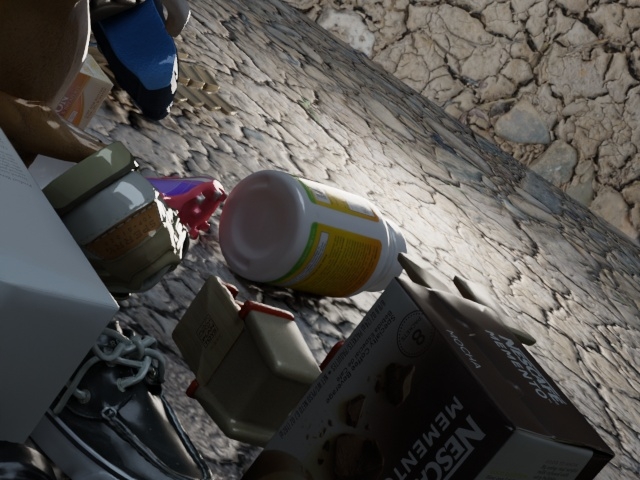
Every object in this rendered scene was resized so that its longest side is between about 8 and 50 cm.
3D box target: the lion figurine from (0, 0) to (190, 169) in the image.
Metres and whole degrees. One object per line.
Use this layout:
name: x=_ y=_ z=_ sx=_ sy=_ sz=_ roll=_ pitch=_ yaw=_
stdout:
lion figurine: x=-0.256 y=-0.183 z=1.209 sx=0.240 sy=0.392 sz=0.142 roll=26 pitch=9 yaw=-21

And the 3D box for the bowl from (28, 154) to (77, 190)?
bowl: x=-0.283 y=-0.040 z=1.361 sx=0.142 sy=0.053 sz=0.142 roll=46 pitch=20 yaw=28

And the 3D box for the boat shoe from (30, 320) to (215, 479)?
boat shoe: x=-0.183 y=0.109 z=1.077 sx=0.306 sy=0.105 sz=0.113 roll=42 pitch=18 yaw=18

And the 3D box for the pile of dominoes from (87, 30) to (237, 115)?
pile of dominoes: x=-0.266 y=-0.253 z=2.017 sx=0.251 sy=0.040 sz=0.196 roll=9 pitch=32 yaw=-41

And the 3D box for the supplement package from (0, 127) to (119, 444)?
supplement package: x=-0.313 y=0.019 z=0.900 sx=0.199 sy=0.198 sz=0.262 roll=18 pitch=25 yaw=-48

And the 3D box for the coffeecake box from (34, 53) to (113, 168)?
coffeecake box: x=-0.336 y=-0.150 z=1.390 sx=0.185 sy=0.142 sz=0.068 roll=17 pitch=26 yaw=-47

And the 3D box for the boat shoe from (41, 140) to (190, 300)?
boat shoe: x=-0.172 y=-0.001 z=1.099 sx=0.103 sy=0.113 sz=0.302 roll=55 pitch=-6 yaw=-1

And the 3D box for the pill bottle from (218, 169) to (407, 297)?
pill bottle: x=0.000 y=0.000 z=1.667 sx=0.246 sy=0.136 sz=0.136 roll=15 pitch=27 yaw=-51

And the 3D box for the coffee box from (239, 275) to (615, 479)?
coffee box: x=0.045 y=0.197 z=0.965 sx=0.119 sy=0.297 sz=0.168 roll=21 pitch=24 yaw=-42

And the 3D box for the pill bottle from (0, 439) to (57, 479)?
pill bottle: x=-0.177 y=0.222 z=0.765 sx=0.123 sy=0.123 sz=0.219 roll=24 pitch=21 yaw=-36

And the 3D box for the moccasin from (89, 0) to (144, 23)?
moccasin: x=-0.334 y=-0.357 z=1.774 sx=0.147 sy=0.139 sz=0.380 roll=31 pitch=54 yaw=22

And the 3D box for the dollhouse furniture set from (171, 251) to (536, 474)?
dollhouse furniture set: x=0.012 y=0.124 z=1.164 sx=0.259 sy=0.262 sz=0.135 roll=21 pitch=20 yaw=-39

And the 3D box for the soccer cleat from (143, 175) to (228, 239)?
soccer cleat: x=-0.189 y=-0.048 z=1.528 sx=0.095 sy=0.083 sz=0.248 roll=36 pitch=19 yaw=13

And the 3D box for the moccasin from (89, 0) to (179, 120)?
moccasin: x=-0.287 y=-0.303 z=1.898 sx=0.138 sy=0.117 sz=0.342 roll=-9 pitch=48 yaw=-10
